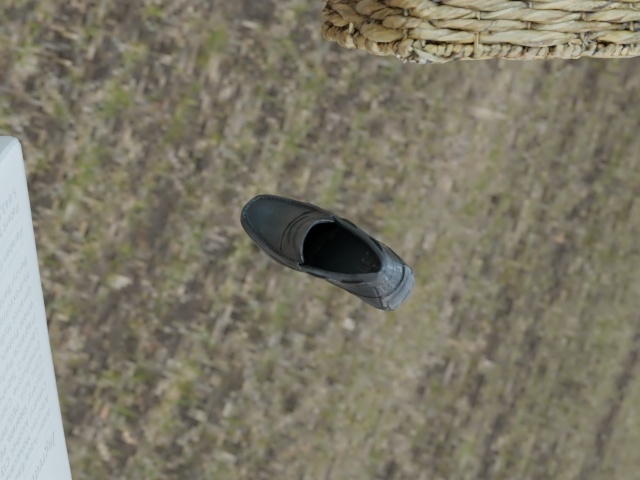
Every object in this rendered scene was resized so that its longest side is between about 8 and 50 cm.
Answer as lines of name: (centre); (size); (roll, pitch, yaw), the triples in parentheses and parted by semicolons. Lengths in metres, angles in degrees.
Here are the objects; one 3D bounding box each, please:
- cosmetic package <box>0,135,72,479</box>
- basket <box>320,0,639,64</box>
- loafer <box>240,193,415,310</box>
cosmetic package: (-0.178, 0.076, 0.488); (0.151, 0.151, 0.184); (-73, 163, -57)
basket: (0.155, -0.256, 1.153); (0.299, 0.213, 0.223); (-5, 104, -20)
loafer: (0.000, 0.000, 1.559); (0.076, 0.223, 0.078); (-55, 144, -10)
